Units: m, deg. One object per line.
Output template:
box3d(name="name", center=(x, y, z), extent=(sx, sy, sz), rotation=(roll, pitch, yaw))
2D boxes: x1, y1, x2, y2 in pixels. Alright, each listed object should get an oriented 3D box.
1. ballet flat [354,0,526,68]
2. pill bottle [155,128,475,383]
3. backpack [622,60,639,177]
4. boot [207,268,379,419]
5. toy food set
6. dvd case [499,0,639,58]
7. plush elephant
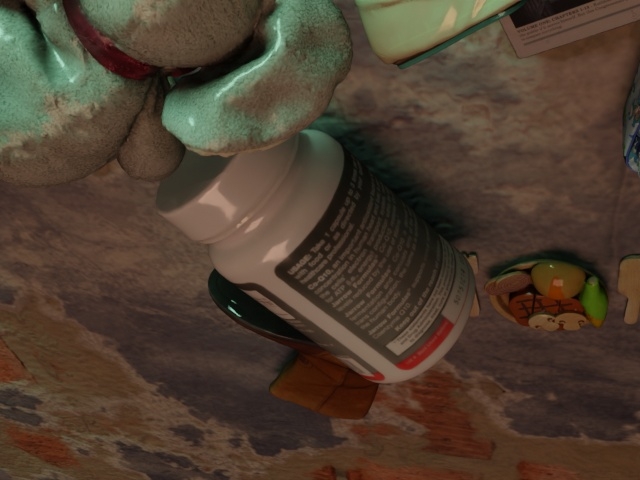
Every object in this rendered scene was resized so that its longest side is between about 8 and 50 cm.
box3d(name="ballet flat", center=(0.126, -0.180, 0.499), extent=(0.248, 0.086, 0.086), rotation=(-15, 133, 35))
box3d(name="pill bottle", center=(0.000, 0.000, 0.747), extent=(0.161, 0.161, 0.283), rotation=(-24, 128, 40))
box3d(name="backpack", center=(0.283, -0.096, 0.589), extent=(0.105, 0.084, 0.114), rotation=(4, 139, 11))
box3d(name="boot", center=(-0.027, 0.134, 1.020), extent=(0.264, 0.096, 0.280), rotation=(12, 151, -8))
box3d(name="toy food set", center=(0.239, 0.064, 0.846), extent=(0.192, 0.038, 0.132), rotation=(0, 141, 19))
box3d(name="dvd case", center=(0.164, -0.235, 0.498), extent=(0.179, 0.029, 0.238), rotation=(-13, 135, 32))
box3d(name="plush elephant", center=(-0.133, -0.161, 0.526), extent=(0.255, 0.330, 0.272), rotation=(-26, 121, 19))
